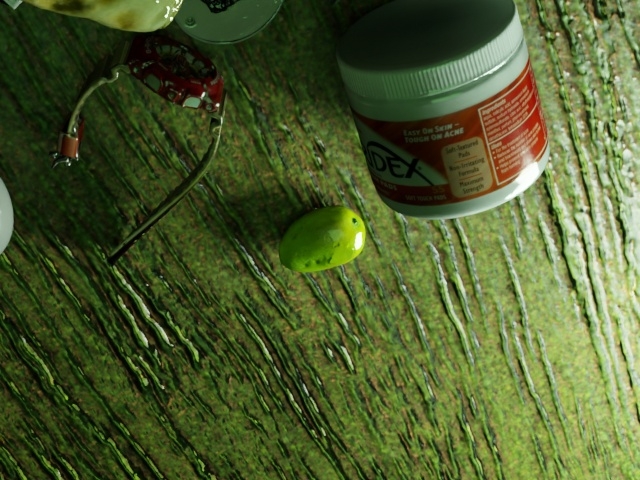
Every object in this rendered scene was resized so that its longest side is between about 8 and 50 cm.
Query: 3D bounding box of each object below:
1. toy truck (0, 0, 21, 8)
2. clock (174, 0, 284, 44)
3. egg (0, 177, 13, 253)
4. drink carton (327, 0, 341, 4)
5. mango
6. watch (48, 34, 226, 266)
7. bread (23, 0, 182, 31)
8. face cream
[{"bbox_3d":[-0.363,-0.351,1.555,0.125,0.101,0.242,-44,115,6],"label":"toy truck"},{"bbox_3d":[-0.100,-0.305,1.641,0.172,0.064,0.198,-27,120,8],"label":"clock"},{"bbox_3d":[-0.426,-0.044,1.687,0.199,0.146,0.146,36,108,-16],"label":"egg"},{"bbox_3d":[0.085,-0.340,1.588,0.190,0.191,0.185,-2,117,-15],"label":"drink carton"},{"bbox_3d":[0.000,0.000,1.830,0.108,0.056,0.073,-30,114,12],"label":"mango"},{"bbox_3d":[-0.211,-0.103,1.730,0.165,0.102,0.268,35,118,-17],"label":"watch"},{"bbox_3d":[-0.239,-0.289,1.491,0.268,0.130,0.152,13,79,-30],"label":"bread"},{"bbox_3d":[0.134,-0.148,1.684,0.201,0.201,0.187,-18,120,1],"label":"face cream"}]
